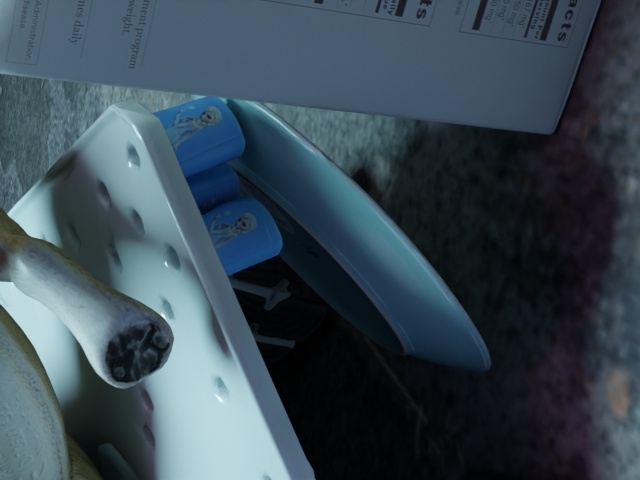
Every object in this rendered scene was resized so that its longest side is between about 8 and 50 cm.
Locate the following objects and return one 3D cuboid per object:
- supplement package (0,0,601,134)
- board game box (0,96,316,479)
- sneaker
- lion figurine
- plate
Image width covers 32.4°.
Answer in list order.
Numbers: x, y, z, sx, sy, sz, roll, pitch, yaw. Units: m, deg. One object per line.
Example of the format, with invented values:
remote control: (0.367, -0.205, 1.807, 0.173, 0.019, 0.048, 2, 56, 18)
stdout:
supplement package: (-0.015, -0.136, 0.441, 0.139, 0.244, 0.133, 47, 128, 53)
board game box: (-0.066, 0.159, 0.574, 0.390, 0.050, 0.390, -25, 89, 59)
sneaker: (-0.074, 0.025, 0.697, 0.279, 0.107, 0.118, -47, 28, 42)
lion figurine: (-0.167, 0.067, 0.489, 0.240, 0.142, 0.392, 31, 132, 41)
plate: (0.000, 0.000, 0.497, 0.024, 0.188, 0.188, -45, 30, -8)
